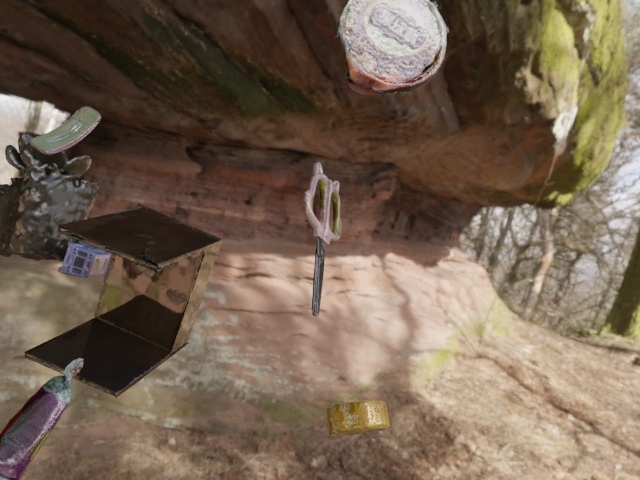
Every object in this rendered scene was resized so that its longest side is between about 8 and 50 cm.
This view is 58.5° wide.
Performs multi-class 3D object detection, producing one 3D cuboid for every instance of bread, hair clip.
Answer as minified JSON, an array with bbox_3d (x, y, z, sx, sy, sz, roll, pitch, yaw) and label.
[{"bbox_3d":[0.077,0.390,1.267,0.149,0.073,0.122,-20,-26,31],"label":"bread"},{"bbox_3d":[-0.463,-0.199,1.044,0.054,0.137,0.022,32,-36,10],"label":"hair clip"}]

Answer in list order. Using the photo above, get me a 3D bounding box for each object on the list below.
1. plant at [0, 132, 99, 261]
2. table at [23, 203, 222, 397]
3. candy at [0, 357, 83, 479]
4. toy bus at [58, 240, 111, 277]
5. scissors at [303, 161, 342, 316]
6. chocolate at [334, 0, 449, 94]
[{"bbox_3d":[-0.626,-0.091,1.282,0.188,0.276,0.199,6,-4,32],"label":"plant"},{"bbox_3d":[-0.348,0.093,1.044,0.196,0.251,0.282,23,13,7],"label":"table"},{"bbox_3d":[-0.293,0.193,0.572,0.043,0.175,0.045,37,-29,-10],"label":"candy"},{"bbox_3d":[-0.510,0.046,1.258,0.076,0.073,0.167,17,-2,-4],"label":"toy bus"},{"bbox_3d":[0.000,0.000,1.164,0.024,0.318,0.160,-7,-26,27],"label":"scissors"},{"bbox_3d":[0.116,-0.346,1.058,0.221,0.222,0.147,14,-13,-9],"label":"chocolate"}]
